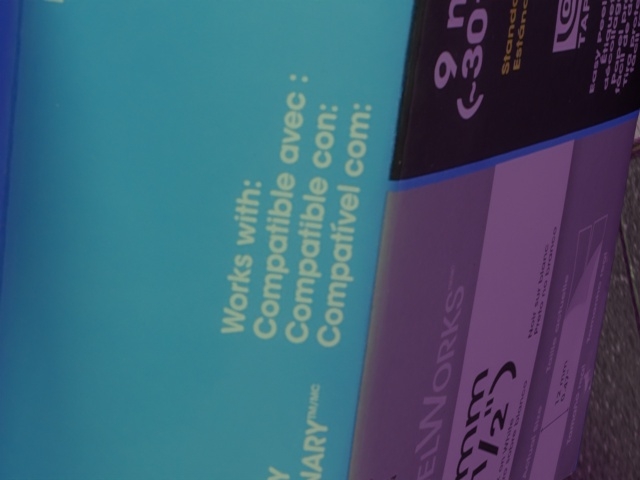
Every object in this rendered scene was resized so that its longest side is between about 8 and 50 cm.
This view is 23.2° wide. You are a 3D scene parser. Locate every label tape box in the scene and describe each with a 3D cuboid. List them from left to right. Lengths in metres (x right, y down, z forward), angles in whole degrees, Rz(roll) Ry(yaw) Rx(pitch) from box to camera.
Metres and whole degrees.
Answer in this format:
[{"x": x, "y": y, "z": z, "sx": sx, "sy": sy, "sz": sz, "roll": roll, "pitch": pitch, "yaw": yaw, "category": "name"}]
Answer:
[{"x": 0.000, "y": 0.000, "z": 0.507, "sx": 0.347, "sy": 0.115, "sz": 0.249, "roll": -21, "pitch": 122, "yaw": -62, "category": "label tape box"}]
